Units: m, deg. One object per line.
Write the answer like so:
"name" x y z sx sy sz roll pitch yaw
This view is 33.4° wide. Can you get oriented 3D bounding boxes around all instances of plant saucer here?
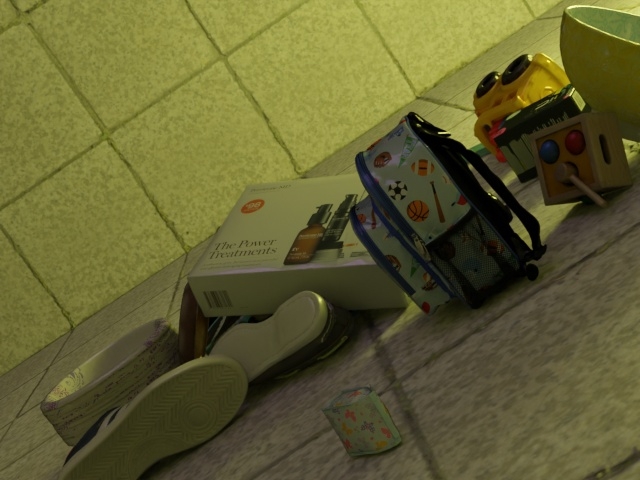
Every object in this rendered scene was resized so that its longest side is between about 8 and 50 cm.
"plant saucer" -0.225 0.147 1.893 0.036 0.199 0.198 4 12 0
"plant saucer" 0.348 -0.197 2.334 0.192 0.018 0.067 -25 13 45

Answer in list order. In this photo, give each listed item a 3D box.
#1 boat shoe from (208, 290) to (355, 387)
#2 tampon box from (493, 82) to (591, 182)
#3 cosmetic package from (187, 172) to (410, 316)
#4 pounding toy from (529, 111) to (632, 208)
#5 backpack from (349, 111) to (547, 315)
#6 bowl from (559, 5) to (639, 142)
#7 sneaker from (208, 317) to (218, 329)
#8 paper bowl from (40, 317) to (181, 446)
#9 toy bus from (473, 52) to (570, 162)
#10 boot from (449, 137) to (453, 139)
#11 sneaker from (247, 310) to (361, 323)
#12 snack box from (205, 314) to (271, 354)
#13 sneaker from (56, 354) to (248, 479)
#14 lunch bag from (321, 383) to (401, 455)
"boat shoe" -0.072 0.175 1.719 0.305 0.091 0.109 -31 52 39
"tampon box" 0.410 -0.196 1.894 0.161 0.101 0.120 -28 11 32
"cosmetic package" 0.000 0.000 1.813 0.377 0.098 0.284 -5 32 25
"pounding toy" 0.375 -0.104 1.536 0.100 0.141 0.130 -6 -9 -36
"backpack" 0.158 -0.043 1.515 0.213 0.263 0.276 -33 11 5
"bowl" 0.486 -0.238 1.611 0.289 0.289 0.156 -58 -17 -66
"sneaker" -0.170 0.130 2.332 0.234 0.084 0.097 -36 30 1
"paper bowl" -0.360 0.279 1.973 0.284 0.148 0.284 -33 10 6
"toy bus" 0.382 -0.239 2.137 0.220 0.149 0.211 -21 32 58
"boot" 0.214 -0.158 2.451 0.197 0.073 0.152 -35 5 -24
"sneaker" -0.014 0.116 1.806 0.232 0.090 0.081 -33 10 7
"snack box" -0.102 0.098 2.031 0.322 0.060 0.187 -52 14 -11
"sneaker" -0.272 0.287 1.700 0.350 0.131 0.148 -34 15 -1
"lunch bag" 0.054 0.207 1.230 0.053 0.071 0.083 -36 7 -35
